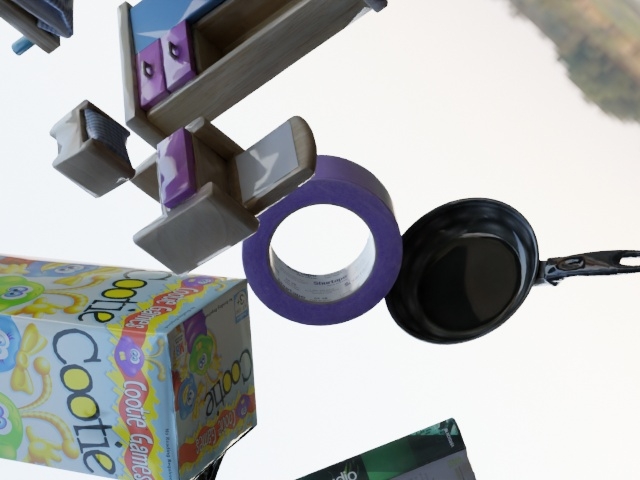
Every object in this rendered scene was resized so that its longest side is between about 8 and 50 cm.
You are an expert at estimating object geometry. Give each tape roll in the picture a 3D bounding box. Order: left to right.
[{"bbox_3d":[0.000,0.000,1.920,0.189,0.189,0.080,40,-165,-18],"label":"tape roll"}]

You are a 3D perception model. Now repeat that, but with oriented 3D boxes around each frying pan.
[{"bbox_3d":[0.226,0.016,1.916,0.053,0.326,0.197,49,-155,-50],"label":"frying pan"}]

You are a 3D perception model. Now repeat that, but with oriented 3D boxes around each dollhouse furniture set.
[{"bbox_3d":[-0.126,-0.196,1.048,0.303,0.198,0.286,39,-153,-38],"label":"dollhouse furniture set"}]

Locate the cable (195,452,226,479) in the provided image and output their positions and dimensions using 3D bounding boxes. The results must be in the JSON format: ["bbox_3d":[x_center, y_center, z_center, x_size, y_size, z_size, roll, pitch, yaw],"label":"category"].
[{"bbox_3d":[-0.146,0.282,1.907,0.072,0.140,0.287,148,108,-80],"label":"cable"}]

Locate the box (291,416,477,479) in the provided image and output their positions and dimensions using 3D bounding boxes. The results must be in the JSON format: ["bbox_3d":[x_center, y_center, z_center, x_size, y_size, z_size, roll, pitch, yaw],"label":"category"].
[{"bbox_3d":[0.055,0.362,2.152,0.232,0.322,0.058,68,179,-52],"label":"box"}]

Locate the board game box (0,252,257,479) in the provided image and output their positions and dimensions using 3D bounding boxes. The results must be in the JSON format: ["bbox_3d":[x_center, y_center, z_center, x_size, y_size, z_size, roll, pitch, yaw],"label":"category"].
[{"bbox_3d":[-0.211,0.105,1.418,0.275,0.142,0.144,6,-160,24],"label":"board game box"}]
